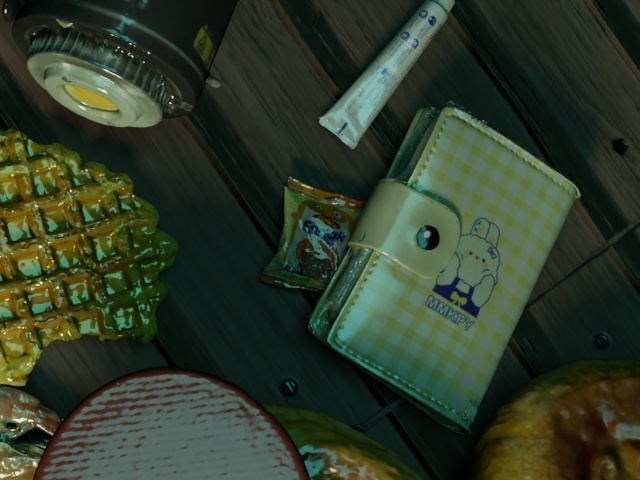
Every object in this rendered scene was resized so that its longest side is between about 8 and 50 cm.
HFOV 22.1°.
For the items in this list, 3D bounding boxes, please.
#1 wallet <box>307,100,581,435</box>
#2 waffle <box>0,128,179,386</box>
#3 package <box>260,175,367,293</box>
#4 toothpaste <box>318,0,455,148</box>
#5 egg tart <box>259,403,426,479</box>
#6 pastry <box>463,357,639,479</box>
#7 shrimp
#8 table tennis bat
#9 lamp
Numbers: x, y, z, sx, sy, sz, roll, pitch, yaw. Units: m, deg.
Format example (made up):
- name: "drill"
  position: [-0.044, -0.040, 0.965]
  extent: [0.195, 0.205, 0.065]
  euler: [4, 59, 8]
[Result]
- name: "wallet"
  position: [0.139, 0.025, 1.781]
  extent: [0.223, 0.077, 0.309]
  euler: [34, 71, -19]
- name: "waffle"
  position: [-0.289, 0.026, 1.673]
  extent: [0.291, 0.051, 0.291]
  euler: [3, 78, -16]
- name: "package"
  position: [0.000, 0.002, 1.773]
  extent: [0.108, 0.031, 0.121]
  euler: [18, 73, -14]
- name: "toothpaste"
  position: [0.080, -0.199, 1.844]
  extent: [0.052, 0.033, 0.218]
  euler: [39, 73, -4]
- name: "egg tart"
  position: [-0.059, 0.378, 1.588]
  extent: [0.443, 0.178, 0.443]
  euler: [3, 75, -13]
- name: "pastry"
  position: [0.316, 0.287, 1.717]
  extent: [0.356, 0.164, 0.356]
  euler: [1, 61, -2]
- name: "shrimp"
  position: [-0.286, 0.202, 1.634]
  extent: [0.190, 0.042, 0.101]
  euler: [12, 89, -17]
- name: "table tennis bat"
  position: [-0.123, 0.316, 1.473]
  extent: [0.268, 0.051, 0.415]
  euler: [-6, 74, -13]
- name: "lamp"
  position: [-0.178, -0.251, 1.684]
  extent: [0.374, 0.205, 0.272]
  euler: [0, 72, 1]
